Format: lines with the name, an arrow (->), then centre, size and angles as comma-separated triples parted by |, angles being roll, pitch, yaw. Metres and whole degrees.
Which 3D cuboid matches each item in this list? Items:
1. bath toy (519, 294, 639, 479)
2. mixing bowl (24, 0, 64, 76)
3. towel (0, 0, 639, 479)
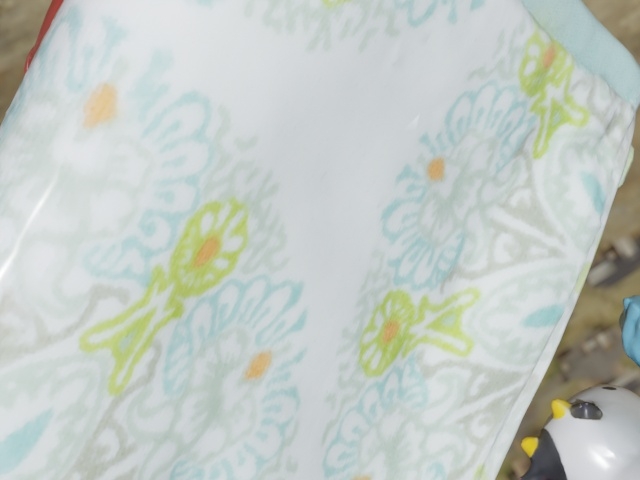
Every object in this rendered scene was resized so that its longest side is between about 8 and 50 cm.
bath toy -> 0.136, 0.203, 1.097 | 0.129, 0.151, 0.348 | 22, 108, -29
mixing bowl -> -0.059, -0.122, 0.981 | 0.181, 0.181, 0.098 | -15, 128, -35
towel -> 0.000, 0.000, 0.832 | 0.374, 0.090, 0.320 | 34, 80, -53
